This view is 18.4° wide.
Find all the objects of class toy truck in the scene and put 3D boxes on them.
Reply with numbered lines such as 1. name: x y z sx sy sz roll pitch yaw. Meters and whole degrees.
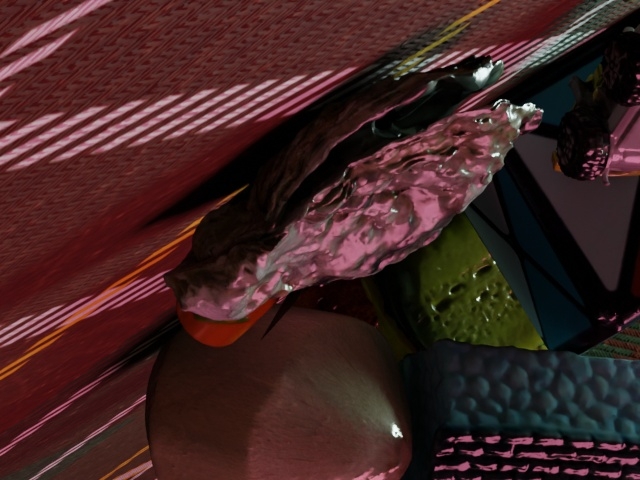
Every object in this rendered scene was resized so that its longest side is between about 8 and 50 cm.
1. toy truck: 0.290 -0.139 1.699 0.136 0.111 0.286 1 149 -18

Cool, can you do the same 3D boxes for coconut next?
1. coconut: -0.031 0.179 1.930 0.266 0.237 0.237 7 -160 34

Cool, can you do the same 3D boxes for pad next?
1. pad: 0.001 0.000 1.662 0.159 0.009 0.265 -60 -178 -13

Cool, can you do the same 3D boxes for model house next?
1. model house: 0.209 0.235 1.979 0.261 0.241 0.226 5 164 -11

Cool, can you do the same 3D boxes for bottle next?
1. bottle: -0.050 0.018 1.606 0.069 0.069 0.187 -28 167 -42

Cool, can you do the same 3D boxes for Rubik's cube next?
1. Rubik's cube: 0.291 -0.054 1.952 0.250 0.248 0.246 -31 173 -10

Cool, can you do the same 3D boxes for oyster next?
1. oyster: 0.027 -0.036 1.388 0.268 0.112 0.198 -32 174 14

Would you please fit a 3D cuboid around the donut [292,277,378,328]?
1. donut: 0.014 0.109 2.384 0.187 0.126 0.144 -32 166 -15

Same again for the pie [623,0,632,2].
1. pie: 0.281 -0.225 1.635 0.084 0.020 0.084 -31 175 -3

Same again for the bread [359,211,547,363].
1. bread: 0.218 0.021 2.221 0.376 0.251 0.208 -34 -170 -20
